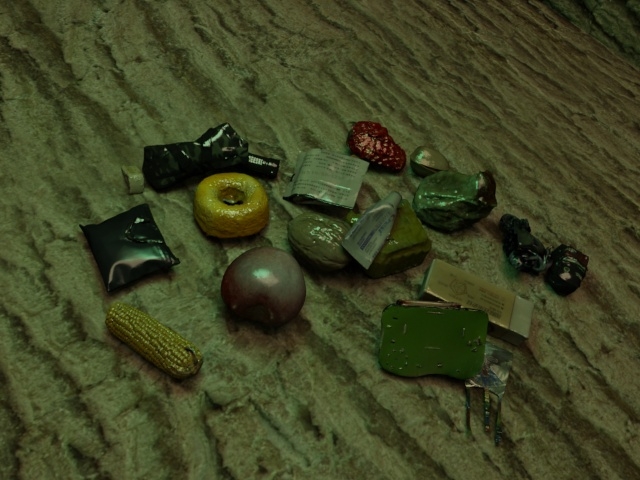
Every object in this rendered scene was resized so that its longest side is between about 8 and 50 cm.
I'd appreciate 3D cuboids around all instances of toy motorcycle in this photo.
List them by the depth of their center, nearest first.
[{"bbox_3d":[0.693,0.013,1.884,0.159,0.106,0.270,16,42,-7],"label":"toy motorcycle"}]

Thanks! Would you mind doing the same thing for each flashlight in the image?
[{"bbox_3d":[-0.250,-0.267,1.858,0.232,0.093,0.093,12,54,-9],"label":"flashlight"}]

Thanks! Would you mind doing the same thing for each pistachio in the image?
[{"bbox_3d":[0.391,-0.279,2.011,0.149,0.113,0.113,22,53,0],"label":"pistachio"}]

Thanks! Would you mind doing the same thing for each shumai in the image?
[{"bbox_3d":[0.449,-0.164,1.880,0.261,0.222,0.225,5,57,-5],"label":"shumai"}]

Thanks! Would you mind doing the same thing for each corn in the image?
[{"bbox_3d":[-0.435,0.256,1.439,0.293,0.106,0.106,29,54,9],"label":"corn"}]

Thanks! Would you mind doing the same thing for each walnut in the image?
[{"bbox_3d":[0.000,-0.002,1.690,0.230,0.178,0.178,25,53,11],"label":"walnut"}]

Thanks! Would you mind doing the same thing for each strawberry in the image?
[{"bbox_3d":[0.215,-0.350,1.990,0.237,0.111,0.190,27,33,-3],"label":"strawberry"}]

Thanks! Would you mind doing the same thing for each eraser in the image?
[{"bbox_3d":[0.478,0.189,1.722,0.343,0.078,0.144,25,54,3],"label":"eraser"}]

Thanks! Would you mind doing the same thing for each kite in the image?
[{"bbox_3d":[0.459,0.417,1.597,0.169,0.015,0.310,20,51,1],"label":"kite"}]

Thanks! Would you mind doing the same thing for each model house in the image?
[{"bbox_3d":[0.309,0.271,1.608,0.294,0.154,0.207,4,98,-1],"label":"model house"}]

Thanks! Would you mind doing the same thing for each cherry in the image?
[{"bbox_3d":[-0.150,0.110,1.544,0.239,0.206,0.239,0,59,1],"label":"cherry"}]

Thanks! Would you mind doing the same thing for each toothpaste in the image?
[{"bbox_3d":[0.165,-0.048,1.665,0.099,0.068,0.282,28,56,14],"label":"toothpaste"}]

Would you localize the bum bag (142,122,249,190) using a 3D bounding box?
[{"bbox_3d":[-0.392,-0.264,1.749,0.341,0.144,0.095,-17,19,-4],"label":"bum bag"}]

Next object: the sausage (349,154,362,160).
[{"bbox_3d":[0.090,-0.250,1.946,0.065,0.065,0.169,42,57,16],"label":"sausage"}]

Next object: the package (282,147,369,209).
[{"bbox_3d":[0.014,-0.205,1.840,0.251,0.062,0.203,10,64,19],"label":"package"}]

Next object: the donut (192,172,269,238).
[{"bbox_3d":[-0.278,-0.111,1.735,0.254,0.118,0.253,3,42,-3],"label":"donut"}]

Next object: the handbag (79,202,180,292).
[{"bbox_3d":[-0.544,0.012,1.592,0.211,0.088,0.254,-22,59,-23],"label":"handbag"}]

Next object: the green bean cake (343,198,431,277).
[{"bbox_3d":[0.210,-0.019,1.774,0.236,0.124,0.233,-16,61,-23],"label":"green bean cake"}]

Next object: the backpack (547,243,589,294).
[{"bbox_3d":[0.822,0.096,1.853,0.120,0.106,0.165,26,50,-1],"label":"backpack"}]

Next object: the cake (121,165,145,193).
[{"bbox_3d":[-0.589,-0.209,1.756,0.052,0.065,0.121,-13,53,-25],"label":"cake"}]
